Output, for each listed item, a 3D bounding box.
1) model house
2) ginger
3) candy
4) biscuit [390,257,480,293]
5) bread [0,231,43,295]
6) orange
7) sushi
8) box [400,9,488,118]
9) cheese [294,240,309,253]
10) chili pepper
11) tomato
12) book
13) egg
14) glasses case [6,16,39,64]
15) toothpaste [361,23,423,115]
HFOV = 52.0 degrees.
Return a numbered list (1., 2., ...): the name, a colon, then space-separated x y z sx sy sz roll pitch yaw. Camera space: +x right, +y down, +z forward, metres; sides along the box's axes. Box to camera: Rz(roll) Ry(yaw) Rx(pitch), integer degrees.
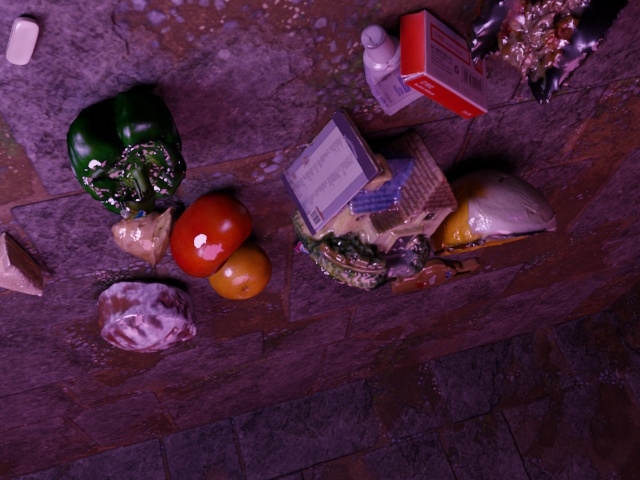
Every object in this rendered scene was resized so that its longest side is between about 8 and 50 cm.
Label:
1. model house: 0.141 -0.072 1.439 0.321 0.261 0.266 -9 150 -29
2. ginger: -0.382 -0.003 1.427 0.123 0.115 0.193 9 156 -8
3. candy: -0.442 0.202 1.693 0.214 0.157 0.289 -21 154 15
4. biscuit: 0.388 0.114 2.197 0.320 0.047 0.183 -8 155 -24
5. bread: -0.624 0.054 1.378 0.105 0.077 0.152 -30 153 23
6. orange: -0.199 0.069 1.616 0.159 0.136 0.159 -15 141 -13
7. sushi: 0.374 -0.370 1.111 0.238 0.219 0.225 -63 173 21
8. box: 0.225 -0.311 1.180 0.050 0.123 0.229 -11 165 41
9. cheese: 0.000 0.000 1.725 0.145 0.038 0.095 -24 153 12
10. chili pepper: -0.304 -0.119 1.054 0.174 0.261 0.165 -17 149 -14
11. tomato: -0.237 -0.014 1.398 0.195 0.136 0.195 -49 -176 5
12. book: 0.017 -0.136 1.344 0.026 0.157 0.231 -12 157 -45
13. egg: 0.424 -0.080 1.667 0.337 0.201 0.337 -9 178 0
14. glasses case: -0.421 -0.281 0.928 0.032 0.021 0.083 3 147 -36
15. toothpaste: 0.133 -0.309 1.206 0.099 0.068 0.282 2 168 22
